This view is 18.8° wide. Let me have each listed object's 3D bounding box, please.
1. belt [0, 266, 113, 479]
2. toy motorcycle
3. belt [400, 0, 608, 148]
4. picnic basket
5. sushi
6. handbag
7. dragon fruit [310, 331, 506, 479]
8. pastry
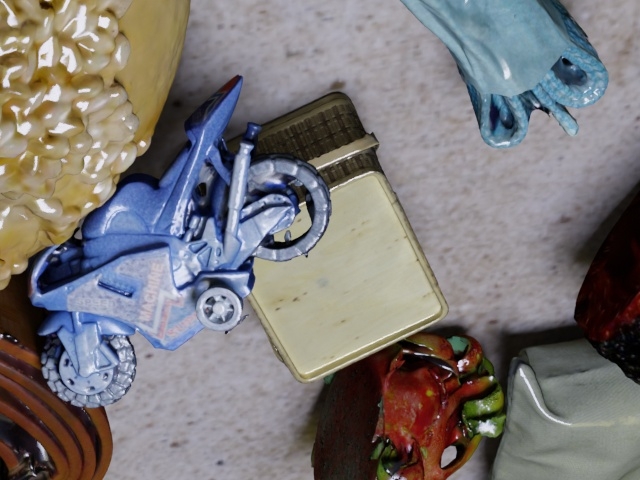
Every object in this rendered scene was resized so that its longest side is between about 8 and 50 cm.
[{"bbox_3d":[-0.248,0.087,1.164,0.184,0.105,0.261,-37,135,15],"label":"belt"},{"bbox_3d":[-0.093,0.005,1.094,0.205,0.076,0.114,-38,100,13],"label":"toy motorcycle"},{"bbox_3d":[0.062,-0.155,1.096,0.087,0.072,0.302,-40,131,9],"label":"belt"},{"bbox_3d":[0.000,0.000,1.205,0.115,0.079,0.164,-24,135,1],"label":"picnic basket"},{"bbox_3d":[0.274,0.004,1.262,0.126,0.136,0.225,35,91,-13],"label":"sushi"},{"bbox_3d":[0.271,0.144,1.433,0.316,0.109,0.253,-10,138,-14],"label":"handbag"},{"bbox_3d":[0.057,0.122,1.304,0.175,0.138,0.142,-19,113,-22],"label":"dragon fruit"},{"bbox_3d":[-0.200,-0.090,0.964,0.284,0.184,0.315,20,120,-37],"label":"pastry"}]
